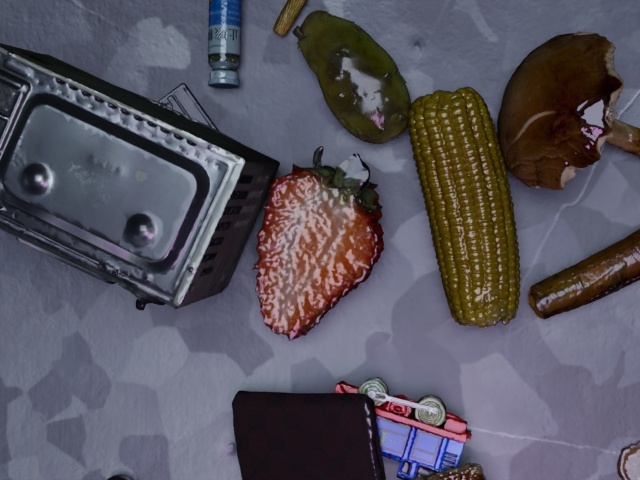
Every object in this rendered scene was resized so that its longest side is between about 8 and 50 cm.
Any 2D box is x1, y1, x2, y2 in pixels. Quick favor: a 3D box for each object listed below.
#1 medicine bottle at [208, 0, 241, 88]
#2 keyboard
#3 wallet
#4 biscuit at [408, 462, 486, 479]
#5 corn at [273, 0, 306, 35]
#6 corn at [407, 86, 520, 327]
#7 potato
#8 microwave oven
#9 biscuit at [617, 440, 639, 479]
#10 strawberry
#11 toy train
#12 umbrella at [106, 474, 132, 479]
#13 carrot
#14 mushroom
[{"bbox_3d":[-0.143,-0.325,1.981,0.051,0.051,0.191,-1,85,5],"label":"medicine bottle"},{"bbox_3d":[-0.182,-0.163,1.992,0.053,0.010,0.155,-35,83,1],"label":"keyboard"},{"bbox_3d":[-0.015,0.301,1.878,0.229,0.049,0.182,-4,96,29],"label":"wallet"},{"bbox_3d":[0.194,0.426,1.860,0.131,0.025,0.231,-18,109,4],"label":"biscuit"},{"bbox_3d":[-0.045,-0.346,1.985,0.028,0.027,0.083,32,91,23],"label":"corn"},{"bbox_3d":[0.211,-0.047,1.886,0.131,0.131,0.345,-12,91,4],"label":"corn"},{"bbox_3d":[0.049,-0.242,1.936,0.117,0.090,0.225,-36,87,-3],"label":"potato"},{"bbox_3d":[-0.298,-0.082,1.839,0.394,0.333,0.247,25,97,6],"label":"microwave oven"},{"bbox_3d":[0.568,0.362,1.880,0.232,0.013,0.237,-27,84,3],"label":"biscuit"},{"bbox_3d":[0.000,0.000,1.922,0.188,0.106,0.286,26,101,11],"label":"strawberry"},{"bbox_3d":[0.110,0.275,1.896,0.204,0.083,0.131,17,89,7],"label":"toy train"},{"bbox_3d":[-0.226,0.439,1.922,0.071,0.071,0.248,-36,84,2],"label":"umbrella"},{"bbox_3d":[0.418,0.037,1.893,0.260,0.070,0.070,-26,84,3],"label":"carrot"},{"bbox_3d":[0.391,-0.140,1.872,0.301,0.233,0.208,41,48,-6],"label":"mushroom"}]
